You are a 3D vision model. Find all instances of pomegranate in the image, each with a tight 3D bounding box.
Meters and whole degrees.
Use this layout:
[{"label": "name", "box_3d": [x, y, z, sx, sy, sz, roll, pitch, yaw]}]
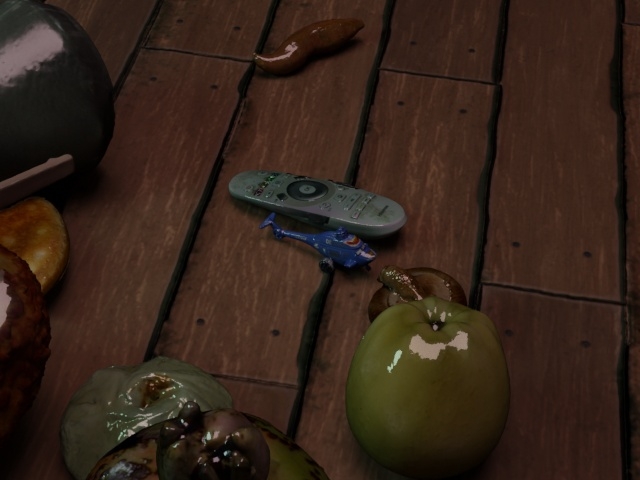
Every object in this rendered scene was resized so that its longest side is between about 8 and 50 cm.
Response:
[{"label": "pomegranate", "box_3d": [-0.104, 0.260, 1.183, 0.284, 0.341, 0.285, 1, 46, -1]}]

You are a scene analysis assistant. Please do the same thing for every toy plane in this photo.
[{"label": "toy plane", "box_3d": [0.000, 0.000, 1.687, 0.167, 0.062, 0.054, 14, 43, 27]}]

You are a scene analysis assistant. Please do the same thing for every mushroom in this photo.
[{"label": "mushroom", "box_3d": [0.120, 0.081, 1.581, 0.127, 0.087, 0.127, -2, 42, 1]}]

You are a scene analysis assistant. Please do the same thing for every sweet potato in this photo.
[{"label": "sweet potato", "box_3d": [-0.017, -0.308, 2.031, 0.202, 0.058, 0.055, -30, 94, -26]}]

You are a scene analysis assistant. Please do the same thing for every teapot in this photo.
[{"label": "teapot", "box_3d": [-0.445, -0.139, 1.669, 0.344, 0.253, 0.300, -32, 46, -30]}]

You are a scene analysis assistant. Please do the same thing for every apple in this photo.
[{"label": "apple", "box_3d": [0.118, 0.162, 1.426, 0.200, 0.200, 0.200, 2, 42, -1]}]

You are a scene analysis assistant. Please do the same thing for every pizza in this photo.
[{"label": "pizza", "box_3d": [-0.413, 0.016, 1.647, 0.193, 0.053, 0.201, 1, 37, -2]}]

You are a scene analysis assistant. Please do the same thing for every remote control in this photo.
[{"label": "remote control", "box_3d": [-0.005, -0.049, 1.750, 0.256, 0.045, 0.097, 18, 34, 20]}]

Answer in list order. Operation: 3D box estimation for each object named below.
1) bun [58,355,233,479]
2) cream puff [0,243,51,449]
[{"label": "bun", "box_3d": [-0.189, 0.200, 1.413, 0.195, 0.118, 0.195, -1, 44, 1]}, {"label": "cream puff", "box_3d": [-0.434, 0.125, 1.386, 0.350, 0.228, 0.351, -12, 62, 24]}]
